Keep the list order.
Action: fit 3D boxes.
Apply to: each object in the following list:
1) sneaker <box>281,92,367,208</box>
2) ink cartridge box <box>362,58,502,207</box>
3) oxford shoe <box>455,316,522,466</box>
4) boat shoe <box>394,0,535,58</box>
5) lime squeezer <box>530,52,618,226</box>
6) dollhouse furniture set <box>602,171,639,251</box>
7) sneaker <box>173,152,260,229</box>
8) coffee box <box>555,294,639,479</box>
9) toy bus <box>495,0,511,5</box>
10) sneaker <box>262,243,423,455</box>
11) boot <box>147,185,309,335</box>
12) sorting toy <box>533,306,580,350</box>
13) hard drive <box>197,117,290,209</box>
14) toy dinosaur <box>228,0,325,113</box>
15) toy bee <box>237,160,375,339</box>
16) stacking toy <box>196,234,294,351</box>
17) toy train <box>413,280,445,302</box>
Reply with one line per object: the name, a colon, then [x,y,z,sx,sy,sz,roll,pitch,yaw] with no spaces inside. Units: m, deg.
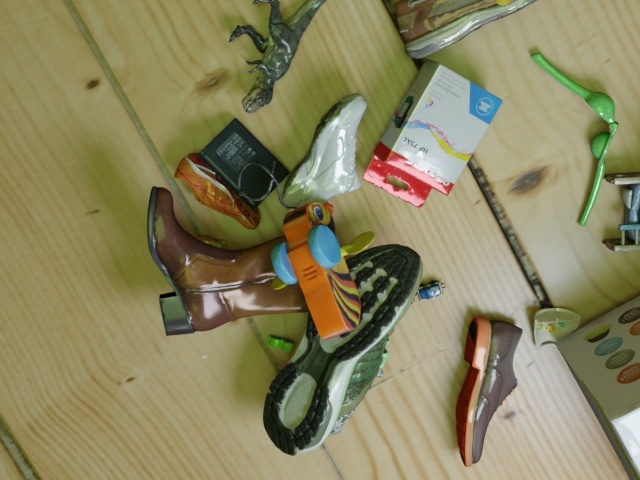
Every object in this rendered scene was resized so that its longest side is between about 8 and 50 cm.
sneaker: [0.030,-0.140,1.652,0.115,0.090,0.232,28,109,-10]
ink cartridge box: [0.185,-0.170,1.621,0.134,0.078,0.231,25,100,-19]
oxford shoe: [0.300,0.275,1.707,0.098,0.097,0.272,7,101,-5]
boat shoe: [0.270,-0.413,1.569,0.324,0.123,0.117,-26,96,5]
lime squeezer: [0.454,-0.180,1.636,0.109,0.059,0.311,-17,100,5]
dollhouse furniture set: [0.552,-0.040,1.592,0.128,0.184,0.130,-3,100,3]
sneaker: [-0.178,-0.080,1.684,0.175,0.064,0.067,43,123,-3]
coffee box: [0.638,0.274,1.563,0.337,0.334,0.338,-30,103,6]
toy bus: [0.265,-0.492,1.425,0.149,0.211,0.220,-40,86,-11]
sneaker: [0.059,0.185,1.676,0.158,0.182,0.410,40,104,31]
boot: [-0.145,0.018,1.629,0.280,0.096,0.264,-11,95,-8]
sorting toy: [0.410,0.161,1.710,0.083,0.045,0.075,-4,113,-8]
hard drive: [-0.131,-0.132,1.663,0.135,0.022,0.094,45,70,-6]
toy dinosaur: [-0.078,-0.348,1.625,0.118,0.064,0.268,33,98,-11]
toy bee: [0.000,0.000,1.569,0.195,0.162,0.299,-1,105,25]
stacking toy: [-0.132,0.097,1.710,0.221,0.052,0.167,15,101,-1]
toy train: [0.146,0.104,1.708,0.158,0.036,0.027,-18,99,5]
